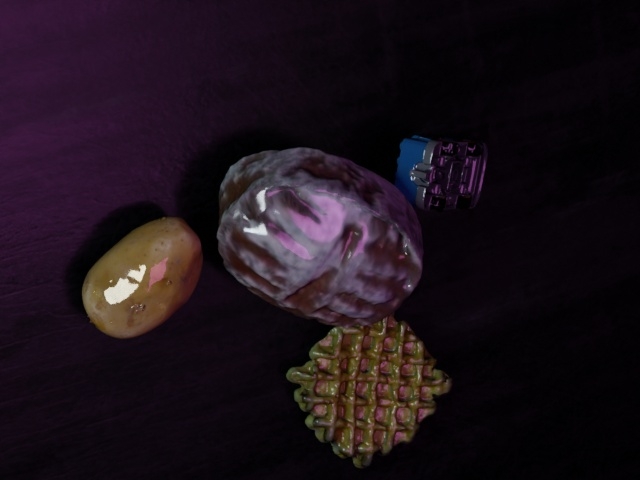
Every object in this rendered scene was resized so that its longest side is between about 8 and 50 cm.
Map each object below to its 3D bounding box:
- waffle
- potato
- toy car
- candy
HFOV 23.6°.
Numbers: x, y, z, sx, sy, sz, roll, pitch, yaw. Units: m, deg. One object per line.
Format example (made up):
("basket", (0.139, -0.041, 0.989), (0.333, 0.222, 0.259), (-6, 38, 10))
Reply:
("waffle", (0.067, 0.210, 2.184), (0.204, 0.054, 0.223), (-43, 114, -10))
("potato", (-0.226, 0.050, 1.979), (0.178, 0.109, 0.118), (-43, 138, -5))
("toy car", (0.154, -0.097, 2.121), (0.191, 0.100, 0.097), (-4, 106, -59))
("candy", (0.000, 0.000, 2.025), (0.289, 0.157, 0.214), (25, 123, -17))
